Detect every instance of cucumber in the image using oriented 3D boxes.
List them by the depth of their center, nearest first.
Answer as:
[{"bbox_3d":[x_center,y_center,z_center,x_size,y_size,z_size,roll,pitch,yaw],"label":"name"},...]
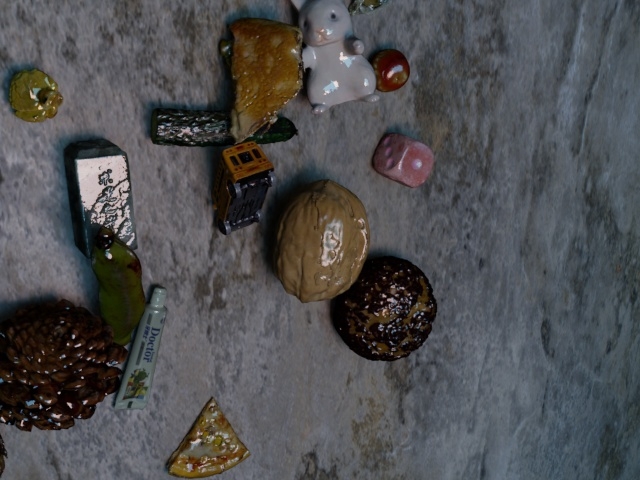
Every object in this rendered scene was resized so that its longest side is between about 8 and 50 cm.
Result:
[{"bbox_3d":[-0.160,-0.201,1.275,0.294,0.068,0.067,-4,108,-32],"label":"cucumber"}]

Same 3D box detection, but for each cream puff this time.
[{"bbox_3d":[0.148,0.152,1.531,0.239,0.165,0.238,-13,113,-32],"label":"cream puff"}]

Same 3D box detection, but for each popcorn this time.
[{"bbox_3d":[-0.432,-0.219,1.085,0.084,0.084,0.084,-11,112,-29],"label":"popcorn"}]

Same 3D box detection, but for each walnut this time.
[{"bbox_3d":[0.000,0.000,1.373,0.198,0.198,0.244,-2,110,-32],"label":"walnut"}]

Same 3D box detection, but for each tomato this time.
[{"bbox_3d":[0.139,-0.337,1.413,0.087,0.075,0.087,-12,116,-27],"label":"tomato"}]

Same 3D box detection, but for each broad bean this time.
[{"bbox_3d":[-0.335,0.083,1.187,0.077,0.061,0.338,-13,139,-20],"label":"broad bean"}]

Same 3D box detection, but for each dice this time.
[{"bbox_3d":[0.173,-0.167,1.482,0.094,0.091,0.093,24,93,-35],"label":"dice"}]

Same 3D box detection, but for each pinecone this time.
[{"bbox_3d":[-0.442,0.211,1.156,0.222,0.221,0.221,-11,112,-29],"label":"pinecone"}]

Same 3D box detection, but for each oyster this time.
[{"bbox_3d":[0.103,-0.477,1.374,0.100,0.037,0.098,-13,133,-51],"label":"oyster"}]

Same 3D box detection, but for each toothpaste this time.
[{"bbox_3d":[-0.327,0.205,1.326,0.067,0.037,0.255,7,106,-39],"label":"toothpaste"}]

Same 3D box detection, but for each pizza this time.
[{"bbox_3d":[-0.096,-0.281,1.234,0.147,0.069,0.226,-7,86,9],"label":"pizza"},{"bbox_3d":[-0.215,0.411,1.466,0.185,0.036,0.176,10,100,-35],"label":"pizza"}]

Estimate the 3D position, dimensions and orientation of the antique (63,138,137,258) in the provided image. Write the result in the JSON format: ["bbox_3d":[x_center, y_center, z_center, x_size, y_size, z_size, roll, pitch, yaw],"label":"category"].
[{"bbox_3d":[-0.364,-0.073,1.173,0.088,0.086,0.182,-13,113,-29],"label":"antique"}]

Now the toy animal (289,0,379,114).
[{"bbox_3d":[0.010,-0.363,1.274,0.141,0.138,0.282,-11,127,12],"label":"toy animal"}]

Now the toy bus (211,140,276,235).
[{"bbox_3d":[-0.145,-0.090,1.279,0.083,0.088,0.194,-22,160,-26],"label":"toy bus"}]

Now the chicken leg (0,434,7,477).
[{"bbox_3d":[-0.614,0.321,1.115,0.212,0.140,0.360,-12,116,-20],"label":"chicken leg"}]
